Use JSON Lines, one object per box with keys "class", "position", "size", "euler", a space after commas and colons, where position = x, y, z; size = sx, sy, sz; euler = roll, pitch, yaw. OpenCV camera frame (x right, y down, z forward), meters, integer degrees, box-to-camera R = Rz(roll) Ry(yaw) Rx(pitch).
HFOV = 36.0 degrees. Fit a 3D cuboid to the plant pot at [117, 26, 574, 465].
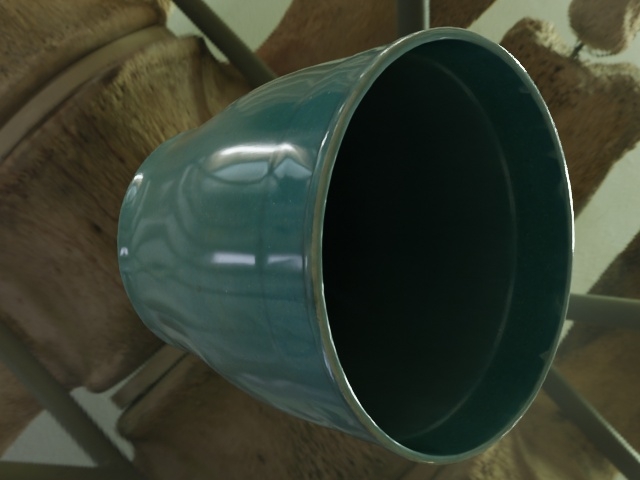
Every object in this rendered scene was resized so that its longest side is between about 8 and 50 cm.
{"class": "plant pot", "position": [0.000, 0.000, 0.703], "size": [0.272, 0.255, 0.271], "euler": [-2, -87, -46]}
